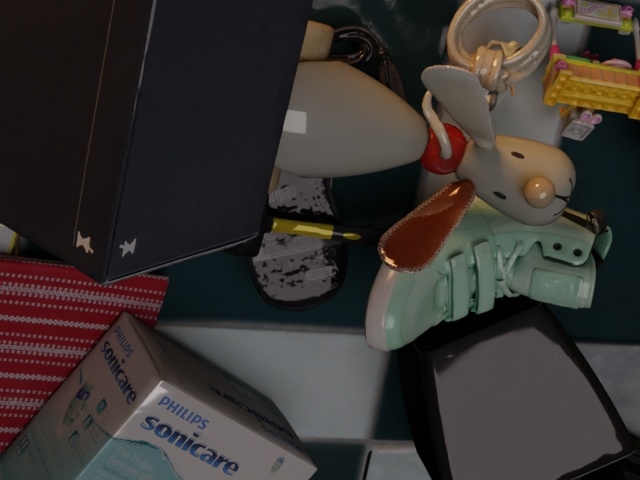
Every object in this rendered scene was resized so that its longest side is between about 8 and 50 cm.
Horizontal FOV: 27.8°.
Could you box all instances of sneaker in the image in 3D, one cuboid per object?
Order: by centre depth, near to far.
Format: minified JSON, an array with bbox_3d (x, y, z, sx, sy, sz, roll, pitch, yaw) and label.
[{"bbox_3d":[0.159,0.031,1.156,0.256,0.151,0.094,-39,139,-35],"label":"sneaker"}]

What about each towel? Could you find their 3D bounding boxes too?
[{"bbox_3d":[-0.270,0.139,1.215,0.199,0.031,0.275,8,114,-33],"label":"towel"}]

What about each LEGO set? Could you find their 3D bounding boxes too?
[{"bbox_3d":[0.283,-0.142,1.219,0.287,0.107,0.132,21,144,-27],"label":"LEGO set"}]

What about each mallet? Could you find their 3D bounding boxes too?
[{"bbox_3d":[0.000,0.000,1.165,0.189,0.039,0.062,14,104,-19],"label":"mallet"}]

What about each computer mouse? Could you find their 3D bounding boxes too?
[{"bbox_3d":[-0.002,-0.074,1.190,0.184,0.060,0.262,-17,111,-6],"label":"computer mouse"}]

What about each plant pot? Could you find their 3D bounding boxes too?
[{"bbox_3d":[0.170,0.137,1.271,0.187,0.188,0.167,-22,106,-2],"label":"plant pot"}]

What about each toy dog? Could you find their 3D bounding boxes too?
[{"bbox_3d":[0.050,-0.087,1.056,0.333,0.161,0.220,-4,105,0],"label":"toy dog"}]

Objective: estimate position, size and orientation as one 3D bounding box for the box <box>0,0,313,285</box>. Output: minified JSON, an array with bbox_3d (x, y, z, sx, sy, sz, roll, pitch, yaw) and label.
[{"bbox_3d":[-0.178,-0.195,0.922,0.179,0.312,0.343,-18,129,-52],"label":"box"}]

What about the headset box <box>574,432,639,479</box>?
[{"bbox_3d":[0.303,0.360,1.353,0.131,0.283,0.246,25,107,-7],"label":"headset box"}]

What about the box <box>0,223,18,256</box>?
[{"bbox_3d":[-0.348,0.047,1.170,0.105,0.043,0.179,16,109,-21],"label":"box"}]

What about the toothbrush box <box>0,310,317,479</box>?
[{"bbox_3d":[-0.185,0.249,1.226,0.216,0.126,0.295,35,99,-37],"label":"toothbrush box"}]
